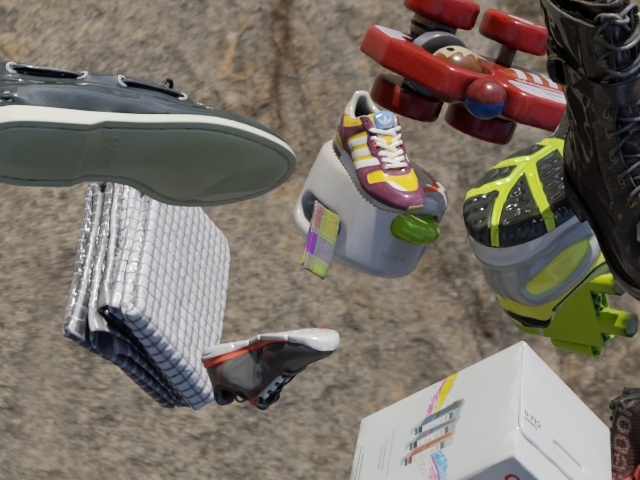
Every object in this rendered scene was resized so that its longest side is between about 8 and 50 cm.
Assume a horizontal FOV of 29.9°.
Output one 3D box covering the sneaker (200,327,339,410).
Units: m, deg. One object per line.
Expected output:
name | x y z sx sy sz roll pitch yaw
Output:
sneaker | -0.040 0.114 1.051 0.061 0.158 0.065 -2 79 -44

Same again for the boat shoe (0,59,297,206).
boat shoe | -0.182 -0.112 1.169 0.340 0.127 0.113 0 52 -30

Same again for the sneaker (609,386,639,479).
sneaker | 0.420 0.267 1.553 0.097 0.135 0.276 6 127 -26

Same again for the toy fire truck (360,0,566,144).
toy fire truck | 0.216 -0.207 1.551 0.302 0.254 0.169 12 107 -28

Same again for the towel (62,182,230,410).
towel | -0.220 0.059 1.568 0.235 0.121 0.284 56 27 -47

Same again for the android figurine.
android figurine | 0.394 0.086 1.997 0.056 0.272 0.248 -39 120 -33

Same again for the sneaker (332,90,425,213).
sneaker | 0.071 -0.106 1.429 0.069 0.185 0.084 -6 128 -30

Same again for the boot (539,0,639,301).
boot | 0.241 -0.088 0.947 0.091 0.263 0.229 -25 129 -7

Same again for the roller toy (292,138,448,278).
roller toy | 0.065 -0.041 1.656 0.191 0.209 0.146 25 109 -2

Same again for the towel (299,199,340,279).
towel | 0.000 0.000 1.417 0.060 0.009 0.083 32 67 -56

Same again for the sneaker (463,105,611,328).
sneaker | 0.295 -0.056 1.228 0.384 0.145 0.147 -31 127 -25

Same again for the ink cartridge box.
ink cartridge box | 0.129 0.192 0.964 0.128 0.176 0.127 44 35 -22
